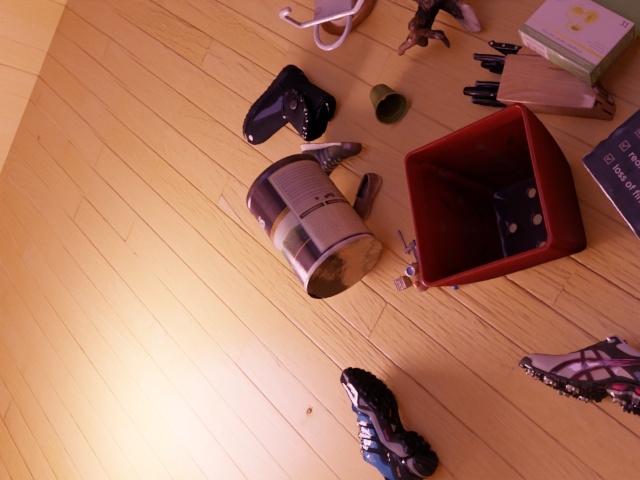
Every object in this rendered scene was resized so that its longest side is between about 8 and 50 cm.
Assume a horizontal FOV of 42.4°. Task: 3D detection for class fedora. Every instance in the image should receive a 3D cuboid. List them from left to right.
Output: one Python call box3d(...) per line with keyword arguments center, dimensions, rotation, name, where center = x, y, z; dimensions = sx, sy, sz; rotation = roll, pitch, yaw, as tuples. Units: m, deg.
box3d(center=(0.048, -0.608, 2.055), dimensions=(0.194, 0.079, 0.194), rotation=(-12, 73, 43), name="fedora")

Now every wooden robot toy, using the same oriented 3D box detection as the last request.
box3d(center=(0.214, 0.076, 1.731), dimensions=(0.173, 0.079, 0.076), rotation=(-7, 94, 43), name="wooden robot toy")

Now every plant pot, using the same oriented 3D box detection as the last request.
box3d(center=(0.149, -0.322, 1.901), dimensions=(0.083, 0.083, 0.079), rotation=(-55, 38, 21), name="plant pot")
box3d(center=(0.347, -0.060, 1.533), dimensions=(0.267, 0.235, 0.267), rotation=(-23, 66, 40), name="plant pot")

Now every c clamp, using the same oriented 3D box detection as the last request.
box3d(center=(0.240, -0.004, 1.775), dimensions=(0.160, 0.022, 0.137), rotation=(-37, 57, 33), name="c clamp")

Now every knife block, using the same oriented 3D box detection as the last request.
box3d(center=(0.410, -0.291, 1.626), dimensions=(0.242, 0.088, 0.276), rotation=(-40, 56, 32), name="knife block")

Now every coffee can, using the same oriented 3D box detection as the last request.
box3d(center=(-0.017, -0.034, 1.882), dimensions=(0.201, 0.201, 0.275), rotation=(-50, 59, 24), name="coffee can")

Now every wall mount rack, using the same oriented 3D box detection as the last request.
box3d(center=(0.044, -0.639, 1.926), dimensions=(0.304, 0.130, 0.350), rotation=(-5, 76, 39), name="wall mount rack")

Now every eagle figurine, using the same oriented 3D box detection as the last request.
box3d(center=(0.221, -0.576, 1.774), dimensions=(0.226, 0.225, 0.298), rotation=(2, 83, 45), name="eagle figurine")

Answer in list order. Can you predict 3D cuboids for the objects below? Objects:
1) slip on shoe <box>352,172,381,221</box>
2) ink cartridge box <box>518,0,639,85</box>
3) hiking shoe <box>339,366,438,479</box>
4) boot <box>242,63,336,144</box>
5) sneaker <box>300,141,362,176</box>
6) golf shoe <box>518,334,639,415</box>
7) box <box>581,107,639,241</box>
box3d(center=(0.097, -0.095, 1.920), dimensions=(0.051, 0.041, 0.135), rotation=(39, 109, 42), name="slip on shoe")
box3d(center=(0.507, -0.417, 1.508), dimensions=(0.235, 0.056, 0.171), rotation=(-47, 59, 0), name="ink cartridge box")
box3d(center=(0.113, 0.403, 1.746), dimensions=(0.132, 0.113, 0.304), rotation=(-53, 50, 21), name="hiking shoe")
box3d(center=(-0.082, -0.308, 2.104), dimensions=(0.246, 0.094, 0.207), rotation=(-53, 46, 15), name="boot")
box3d(center=(0.024, -0.194, 2.004), dimensions=(0.192, 0.064, 0.086), rotation=(4, 91, 45), name="sneaker")
box3d(center=(0.486, 0.226, 1.448), dimensions=(0.273, 0.105, 0.120), rotation=(9, 71, 39), name="golf shoe")
box3d(center=(0.719, -0.071, 1.129), dimensions=(0.472, 0.297, 0.480), rotation=(-46, 53, 30), name="box")
